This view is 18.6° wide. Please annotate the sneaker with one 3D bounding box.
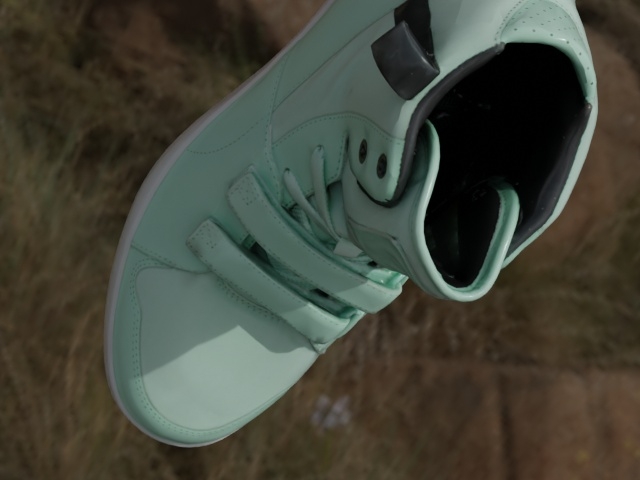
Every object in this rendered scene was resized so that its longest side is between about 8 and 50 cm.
[{"bbox_3d":[0.000,-0.001,0.682,0.094,0.256,0.151,28,22,-18],"label":"sneaker"}]
